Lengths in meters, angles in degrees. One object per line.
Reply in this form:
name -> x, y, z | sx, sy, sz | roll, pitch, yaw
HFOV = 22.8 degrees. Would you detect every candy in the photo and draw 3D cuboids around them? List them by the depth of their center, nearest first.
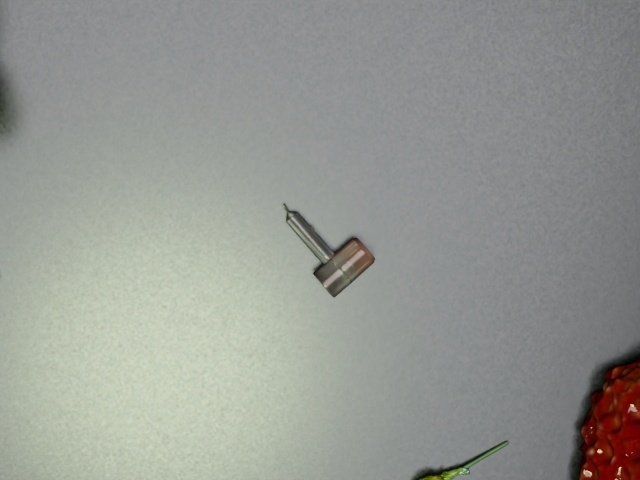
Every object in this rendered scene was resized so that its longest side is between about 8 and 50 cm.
candy -> 0.157, 0.256, 1.756 | 0.123, 0.035, 0.035 | -30, 83, -10

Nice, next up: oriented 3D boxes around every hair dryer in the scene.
hair dryer -> 0.000, 0.000, 1.726 | 0.063, 0.037, 0.114 | -42, 88, -1

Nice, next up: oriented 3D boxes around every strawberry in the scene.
strawberry -> 0.403, 0.290, 1.708 | 0.265, 0.149, 0.336 | -20, 94, 0
